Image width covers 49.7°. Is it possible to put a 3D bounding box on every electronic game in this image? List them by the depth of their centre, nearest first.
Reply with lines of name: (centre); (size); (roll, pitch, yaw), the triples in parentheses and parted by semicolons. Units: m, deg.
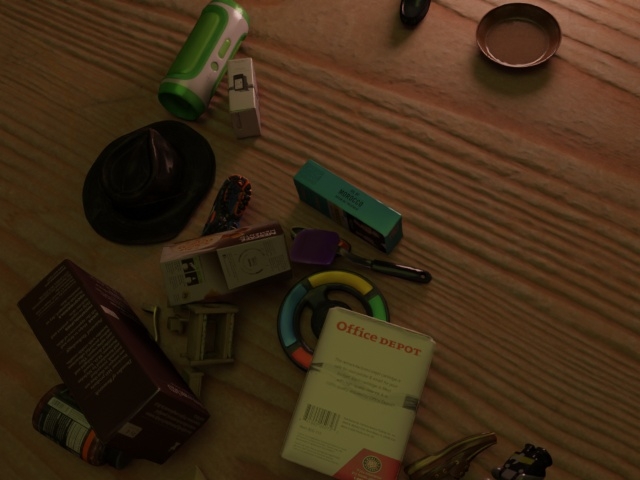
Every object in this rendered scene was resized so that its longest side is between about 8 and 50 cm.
electronic game: (0.025, 0.164, 1.387); (0.229, 0.048, 0.230); (-3, 64, 6)

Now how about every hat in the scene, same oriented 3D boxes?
hat: (-0.405, -0.161, 1.552); (0.331, 0.134, 0.332); (-3, 64, 7)

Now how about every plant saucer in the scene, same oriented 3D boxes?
plant saucer: (0.469, -0.481, 1.644); (0.198, 0.036, 0.199); (-3, 65, 5)

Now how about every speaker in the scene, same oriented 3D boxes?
speaker: (-0.280, -0.441, 1.673); (0.131, 0.131, 0.297); (18, 68, 15)

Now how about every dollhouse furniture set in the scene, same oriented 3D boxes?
dollhouse furniture set: (-0.245, 0.208, 1.407); (0.101, 0.161, 0.182); (2, 99, -32)

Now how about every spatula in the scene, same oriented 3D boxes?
spatula: (0.086, 0.039, 1.427); (0.296, 0.030, 0.084); (16, 62, 0)

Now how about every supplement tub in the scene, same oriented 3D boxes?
supplement tub: (-0.444, 0.361, 1.323); (0.197, 0.106, 0.106); (24, 70, 16)

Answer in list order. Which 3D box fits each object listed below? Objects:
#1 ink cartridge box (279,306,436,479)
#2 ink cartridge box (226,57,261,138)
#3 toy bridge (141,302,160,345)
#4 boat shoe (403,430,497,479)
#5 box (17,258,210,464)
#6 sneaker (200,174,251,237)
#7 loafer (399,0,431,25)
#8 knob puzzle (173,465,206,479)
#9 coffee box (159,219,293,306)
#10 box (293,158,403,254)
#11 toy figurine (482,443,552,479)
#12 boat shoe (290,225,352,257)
ink cartridge box: (0.073, 0.290, 1.256); (0.207, 0.117, 0.283); (17, 75, 9)
ink cartridge box: (-0.178, -0.331, 1.615); (0.063, 0.109, 0.151); (-7, 64, 0)
toy bridge: (-0.369, 0.223, 1.422); (0.063, 0.026, 0.188); (12, 68, 13)
boat shoe: (0.241, 0.399, 1.243); (0.177, 0.064, 0.060); (-26, 69, 2)
box: (-0.392, 0.221, 1.294); (0.143, 0.191, 0.381); (-43, 57, -4)
sneaker: (-0.212, -0.034, 1.502); (0.083, 0.087, 0.221); (26, 82, -15)
loafer: (0.246, -0.635, 1.722); (0.076, 0.078, 0.223); (15, 67, 14)
knob puzzle: (-0.247, 0.541, 1.253); (0.213, 0.030, 0.213); (-3, 64, 6)
coffee box: (-0.189, 0.042, 1.393); (0.246, 0.141, 0.098); (-13, 106, -6)
box: (0.059, -0.071, 1.466); (0.244, 0.100, 0.060); (33, 74, 21)
toy figurine: (0.345, 0.461, 1.113); (0.148, 0.213, 0.209); (-36, 66, -25)
boat shoe: (0.000, 0.000, 1.472); (0.136, 0.043, 0.049); (17, 66, 13)
